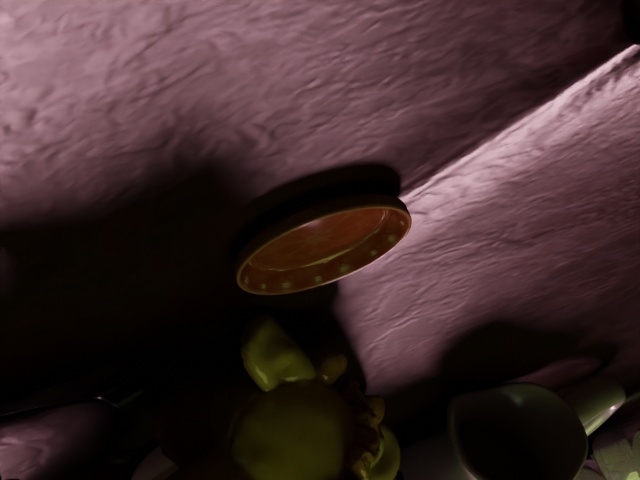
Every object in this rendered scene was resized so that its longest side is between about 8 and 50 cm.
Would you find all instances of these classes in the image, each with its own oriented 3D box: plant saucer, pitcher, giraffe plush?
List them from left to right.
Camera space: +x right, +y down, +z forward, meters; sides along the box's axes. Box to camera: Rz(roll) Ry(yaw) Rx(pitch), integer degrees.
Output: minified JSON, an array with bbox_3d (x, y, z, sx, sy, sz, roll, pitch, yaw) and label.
[{"bbox_3d":[-0.046,0.130,0.991,0.210,0.170,0.181,19,159,14],"label":"giraffe plush"},{"bbox_3d":[0.000,0.000,0.897,0.083,0.013,0.083,-18,159,-7],"label":"plant saucer"},{"bbox_3d":[0.103,0.172,1.295,0.178,0.125,0.207,-18,151,-42],"label":"pitcher"}]

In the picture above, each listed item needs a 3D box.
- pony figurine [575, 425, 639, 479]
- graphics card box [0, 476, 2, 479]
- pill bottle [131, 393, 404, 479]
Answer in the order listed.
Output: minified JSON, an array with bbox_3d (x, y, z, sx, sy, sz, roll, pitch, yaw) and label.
[{"bbox_3d":[0.197,0.337,1.522,0.303,0.351,0.363,-31,-175,1],"label":"pony figurine"},{"bbox_3d":[-0.342,0.157,0.848,0.371,0.094,0.233,1,150,-43],"label":"graphics card box"},{"bbox_3d":[0.002,0.228,1.110,0.153,0.264,0.153,-18,159,-7],"label":"pill bottle"}]
